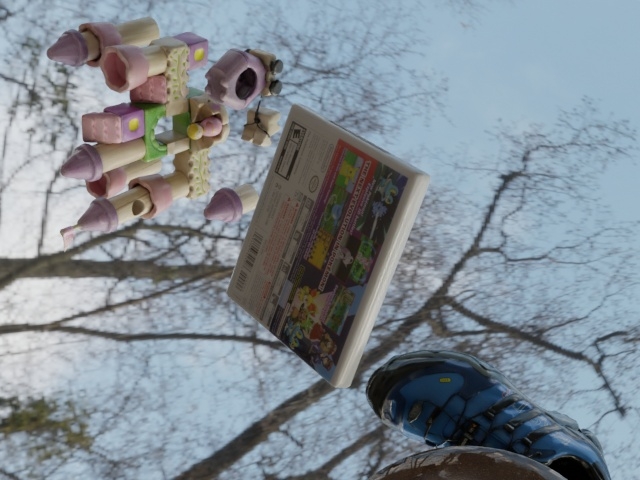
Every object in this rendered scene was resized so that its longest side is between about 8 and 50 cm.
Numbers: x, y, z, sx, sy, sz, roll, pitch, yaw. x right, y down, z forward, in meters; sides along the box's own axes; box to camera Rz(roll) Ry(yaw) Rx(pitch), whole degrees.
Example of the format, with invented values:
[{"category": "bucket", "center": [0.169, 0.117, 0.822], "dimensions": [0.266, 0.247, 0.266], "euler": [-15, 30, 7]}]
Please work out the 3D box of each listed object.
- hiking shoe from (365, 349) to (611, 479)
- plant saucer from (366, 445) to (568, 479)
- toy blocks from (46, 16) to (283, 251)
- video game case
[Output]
[{"category": "hiking shoe", "center": [0.194, 0.211, 1.162], "dimensions": [0.304, 0.132, 0.113], "euler": [23, -76, -13]}, {"category": "plant saucer", "center": [0.138, 0.350, 0.997], "dimensions": [0.310, 0.050, 0.311], "euler": [0, -92, 8]}, {"category": "toy blocks", "center": [-0.255, -0.145, 1.525], "dimensions": [0.309, 0.260, 0.289], "euler": [24, -56, 34]}, {"category": "video game case", "center": [0.000, 0.000, 0.965], "dimensions": [0.183, 0.023, 0.201], "euler": [35, -70, 45]}]
